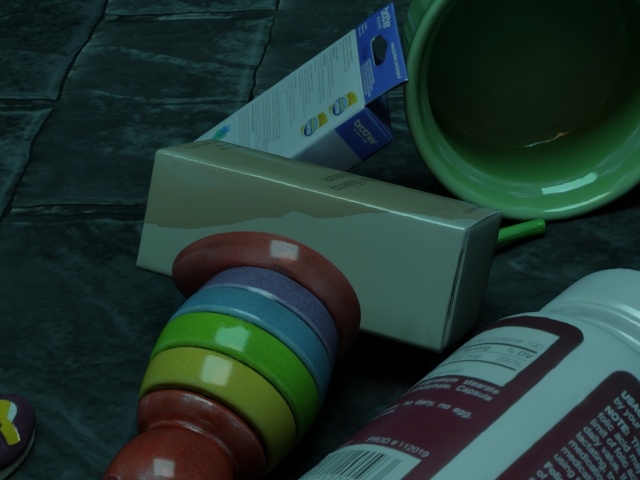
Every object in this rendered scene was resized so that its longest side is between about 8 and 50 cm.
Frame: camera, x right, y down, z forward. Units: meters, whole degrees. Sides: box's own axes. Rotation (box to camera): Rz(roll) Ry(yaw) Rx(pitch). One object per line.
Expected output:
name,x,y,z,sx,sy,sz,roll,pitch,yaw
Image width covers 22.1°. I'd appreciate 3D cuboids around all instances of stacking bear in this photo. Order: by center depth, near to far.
stacking bear,-0.089,0.144,1.391,0.164,0.175,0.289,-30,23,47

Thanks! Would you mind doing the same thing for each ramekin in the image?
ramekin,0.226,-0.186,1.726,0.303,0.303,0.148,-9,25,-3

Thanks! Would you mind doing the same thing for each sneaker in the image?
sneaker,-0.316,0.179,1.443,0.069,0.084,0.185,9,36,23

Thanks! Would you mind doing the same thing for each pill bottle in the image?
pill bottle,0.139,0.192,1.207,0.224,0.224,0.392,22,42,37

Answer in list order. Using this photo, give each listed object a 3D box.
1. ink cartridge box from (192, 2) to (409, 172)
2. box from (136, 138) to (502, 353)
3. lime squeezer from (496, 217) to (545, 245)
ink cartridge box,-0.027,-0.109,1.730,0.311,0.065,0.186,-36,27,18
box,0.000,0.000,1.555,0.311,0.121,0.148,14,12,16
lime squeezer,0.077,0.006,1.668,0.310,0.059,0.110,-5,33,4
